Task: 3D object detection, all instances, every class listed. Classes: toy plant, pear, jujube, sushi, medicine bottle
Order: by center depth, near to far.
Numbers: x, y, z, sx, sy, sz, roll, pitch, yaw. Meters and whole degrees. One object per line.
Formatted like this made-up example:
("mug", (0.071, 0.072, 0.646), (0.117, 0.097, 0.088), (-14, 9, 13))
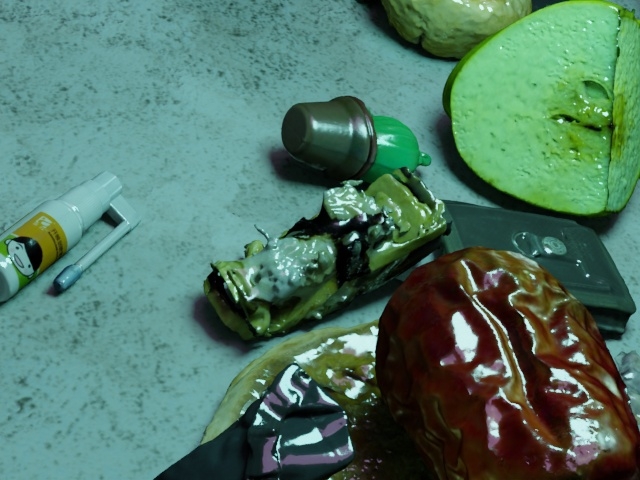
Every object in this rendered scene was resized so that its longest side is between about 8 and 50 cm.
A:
("jujube", (0.173, 0.150, 1.312), (0.216, 0.216, 0.342), (-2, 36, -20))
("medicine bottle", (-0.287, -0.001, 1.574), (0.092, 0.061, 0.220), (47, 43, -2))
("sushi", (-0.001, 0.004, 1.590), (0.291, 0.131, 0.139), (-29, 63, -17))
("toy plant", (0.048, -0.126, 1.797), (0.200, 0.105, 0.143), (10, 25, -34))
("pear", (0.291, -0.171, 1.852), (0.292, 0.292, 0.159), (30, 14, 16))

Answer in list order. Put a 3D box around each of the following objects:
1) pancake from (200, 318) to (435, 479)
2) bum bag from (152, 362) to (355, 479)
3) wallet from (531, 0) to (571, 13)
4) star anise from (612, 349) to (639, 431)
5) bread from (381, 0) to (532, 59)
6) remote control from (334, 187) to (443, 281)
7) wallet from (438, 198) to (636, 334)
("pancake", (0.067, 0.224, 1.419), (0.382, 0.071, 0.382), (10, 40, -8))
("bum bag", (-0.085, 0.222, 1.304), (0.248, 0.060, 0.123), (-42, 53, -5))
("wallet", (0.379, -0.410, 2.281), (0.146, 0.030, 0.285), (25, 42, 15))
("star anise", (0.312, 0.200, 1.485), (0.236, 0.093, 0.229), (22, 39, -35))
("bread", (0.189, -0.362, 2.086), (0.244, 0.134, 0.244), (12, 40, -10))
("remote control", (0.116, 0.011, 1.706), (0.250, 0.034, 0.103), (20, 40, 3))
("wallet", (0.252, 0.024, 1.686), (0.245, 0.052, 0.168), (12, 42, -24))
